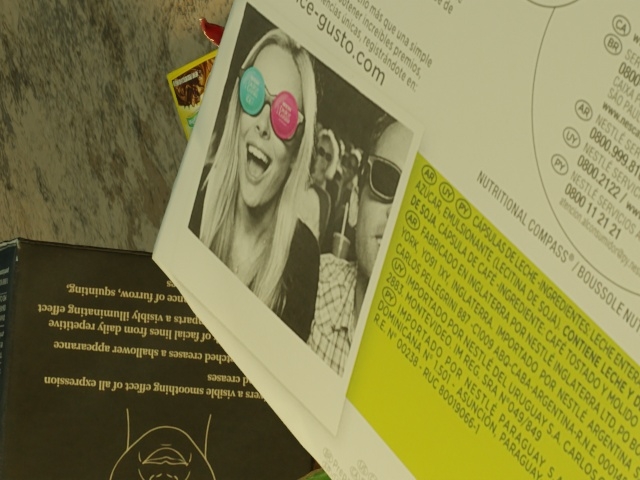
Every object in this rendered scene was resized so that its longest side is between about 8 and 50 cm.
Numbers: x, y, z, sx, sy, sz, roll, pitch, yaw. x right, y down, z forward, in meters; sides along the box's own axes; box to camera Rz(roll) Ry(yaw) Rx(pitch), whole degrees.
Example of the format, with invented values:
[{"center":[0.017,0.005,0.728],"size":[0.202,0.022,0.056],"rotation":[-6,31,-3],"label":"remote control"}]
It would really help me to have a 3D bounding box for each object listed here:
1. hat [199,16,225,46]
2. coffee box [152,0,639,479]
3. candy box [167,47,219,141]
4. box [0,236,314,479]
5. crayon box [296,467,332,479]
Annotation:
[{"center":[0.033,-0.055,1.386],"size":[0.208,0.183,0.173],"rotation":[51,146,39],"label":"hat"},{"center":[0.184,-0.039,0.829],"size":[0.338,0.338,0.334],"rotation":[48,129,42],"label":"coffee box"},{"center":[-0.084,-0.126,1.766],"size":[0.206,0.027,0.105],"rotation":[-13,97,65],"label":"candy box"},{"center":[-0.178,0.213,1.725],"size":[0.212,0.293,0.395],"rotation":[166,109,-65],"label":"box"},{"center":[0.112,0.187,1.116],"size":[0.081,0.318,0.202],"rotation":[49,147,40],"label":"crayon box"}]
